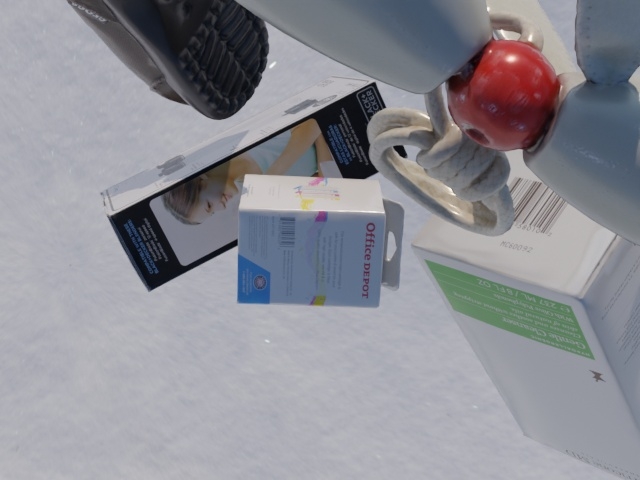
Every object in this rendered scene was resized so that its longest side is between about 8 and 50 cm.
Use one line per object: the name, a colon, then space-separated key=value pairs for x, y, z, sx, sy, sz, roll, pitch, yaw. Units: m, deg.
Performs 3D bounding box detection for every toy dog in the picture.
toy dog: x=0.048 y=-0.136 z=0.410 sx=0.334 sy=0.220 sz=0.161 roll=34 pitch=80 yaw=-30

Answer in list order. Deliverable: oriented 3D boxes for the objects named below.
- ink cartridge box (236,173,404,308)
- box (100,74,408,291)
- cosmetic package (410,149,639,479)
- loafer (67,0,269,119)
ink cartridge box: x=0.000 y=0.000 z=0.897 sx=0.143 sy=0.090 sz=0.092 roll=3 pitch=113 yaw=-2
box: x=-0.075 y=-0.067 z=1.038 sx=0.290 sy=0.169 sz=0.087 roll=-28 pitch=106 yaw=-9
cosmetic package: x=0.266 y=0.084 z=1.029 sx=0.155 sy=0.197 sz=0.365 roll=-52 pitch=132 yaw=-20
loafer: x=-0.169 y=-0.225 z=0.729 sx=0.133 sy=0.130 sz=0.366 roll=-59 pitch=143 yaw=-26
